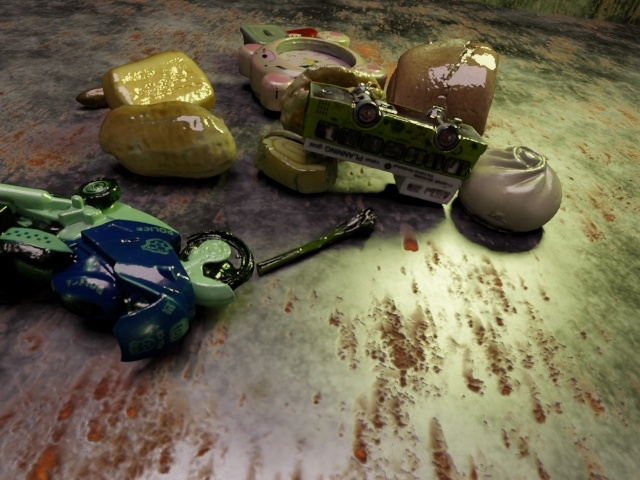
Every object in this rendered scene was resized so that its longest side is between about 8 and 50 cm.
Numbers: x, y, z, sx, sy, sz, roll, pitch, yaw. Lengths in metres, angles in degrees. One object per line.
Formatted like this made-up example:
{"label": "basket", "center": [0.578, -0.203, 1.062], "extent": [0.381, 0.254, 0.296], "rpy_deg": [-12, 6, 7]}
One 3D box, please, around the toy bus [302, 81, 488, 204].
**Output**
{"label": "toy bus", "center": [0.115, -0.170, 0.717], "extent": [0.302, 0.139, 0.113], "rpy_deg": [14, 33, -10]}

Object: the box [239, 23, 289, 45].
{"label": "box", "center": [-0.149, -0.537, 1.179], "extent": [0.124, 0.092, 0.172], "rpy_deg": [-11, 44, -23]}

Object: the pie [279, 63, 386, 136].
{"label": "pie", "center": [0.023, -0.256, 0.809], "extent": [0.206, 0.179, 0.084], "rpy_deg": [-6, 73, -10]}

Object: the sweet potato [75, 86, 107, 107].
{"label": "sweet potato", "center": [-0.430, -0.321, 0.907], "extent": [0.182, 0.053, 0.053], "rpy_deg": [-13, 36, -20]}

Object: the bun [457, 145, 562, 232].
{"label": "bun", "center": [0.336, -0.103, 0.733], "extent": [0.173, 0.119, 0.172], "rpy_deg": [7, 40, -6]}

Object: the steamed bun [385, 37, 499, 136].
{"label": "steamed bun", "center": [0.284, -0.358, 0.960], "extent": [0.252, 0.199, 0.301], "rpy_deg": [14, 41, 7]}

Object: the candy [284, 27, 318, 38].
{"label": "candy", "center": [-0.071, -0.639, 1.340], "extent": [0.086, 0.059, 0.292], "rpy_deg": [32, 44, 27]}

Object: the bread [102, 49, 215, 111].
{"label": "bread", "center": [-0.322, -0.289, 0.840], "extent": [0.147, 0.098, 0.217], "rpy_deg": [53, 49, -4]}

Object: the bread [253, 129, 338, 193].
{"label": "bread", "center": [-0.041, -0.138, 0.747], "extent": [0.156, 0.064, 0.117], "rpy_deg": [33, 41, 18]}

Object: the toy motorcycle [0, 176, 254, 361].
{"label": "toy motorcycle", "center": [-0.250, 0.029, 0.479], "extent": [0.332, 0.125, 0.196], "rpy_deg": [13, 39, -1]}

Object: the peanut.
{"label": "peanut", "center": [-0.254, -0.171, 0.702], "extent": [0.225, 0.129, 0.129], "rpy_deg": [2, 40, -12]}

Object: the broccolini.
{"label": "broccolini", "center": [-0.001, -0.001, 0.624], "extent": [0.218, 0.044, 0.042], "rpy_deg": [-23, 64, -25]}

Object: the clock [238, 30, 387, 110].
{"label": "clock", "center": [-0.025, -0.413, 1.029], "extent": [0.310, 0.114, 0.283], "rpy_deg": [-13, 51, -23]}
